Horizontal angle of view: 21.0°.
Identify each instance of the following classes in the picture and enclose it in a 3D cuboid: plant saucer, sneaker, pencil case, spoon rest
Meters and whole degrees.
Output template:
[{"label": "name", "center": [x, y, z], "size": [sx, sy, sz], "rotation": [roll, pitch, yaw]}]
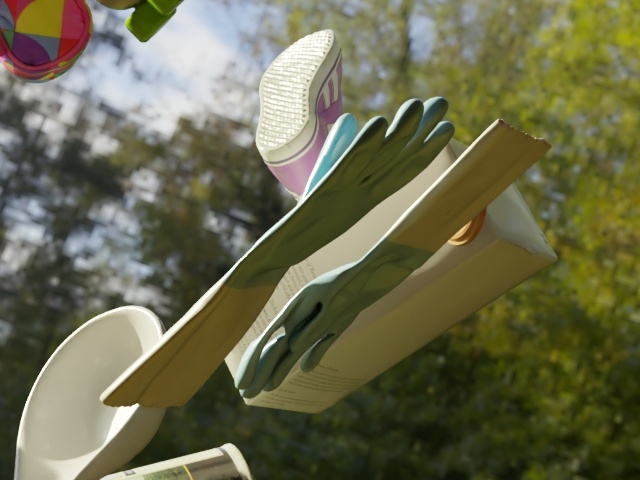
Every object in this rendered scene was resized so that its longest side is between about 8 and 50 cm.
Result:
[{"label": "plant saucer", "center": [0.148, -0.036, 1.835], "size": [0.013, 0.083, 0.083], "rotation": [6, -3, -31]}, {"label": "sneaker", "center": [-0.005, -0.142, 2.225], "size": [0.102, 0.282, 0.161], "rotation": [-17, -54, 27]}, {"label": "pencil case", "center": [-0.277, -0.205, 1.680], "size": [0.104, 0.104, 0.236], "rotation": [21, -1, -8]}, {"label": "spoon rest", "center": [-0.165, 0.163, 1.198], "size": [0.137, 0.276, 0.084], "rotation": [-22, -42, 30]}]

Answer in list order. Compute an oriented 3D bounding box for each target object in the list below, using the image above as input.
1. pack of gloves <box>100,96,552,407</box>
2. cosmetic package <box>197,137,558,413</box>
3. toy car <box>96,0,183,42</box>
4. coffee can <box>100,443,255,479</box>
[{"label": "pack of gloves", "center": [0.000, 0.000, 0.938], "size": [0.046, 0.232, 0.195], "rotation": [52, 17, 20]}, {"label": "cosmetic package", "center": [0.068, 0.049, 2.026], "size": [0.197, 0.365, 0.155], "rotation": [21, 38, -62]}, {"label": "toy car", "center": [-0.156, -0.322, 1.708], "size": [0.155, 0.188, 0.149], "rotation": [45, -25, -5]}, {"label": "coffee can", "center": [-0.203, 0.344, 1.833], "size": [0.275, 0.202, 0.201], "rotation": [-13, -3, -17]}]
